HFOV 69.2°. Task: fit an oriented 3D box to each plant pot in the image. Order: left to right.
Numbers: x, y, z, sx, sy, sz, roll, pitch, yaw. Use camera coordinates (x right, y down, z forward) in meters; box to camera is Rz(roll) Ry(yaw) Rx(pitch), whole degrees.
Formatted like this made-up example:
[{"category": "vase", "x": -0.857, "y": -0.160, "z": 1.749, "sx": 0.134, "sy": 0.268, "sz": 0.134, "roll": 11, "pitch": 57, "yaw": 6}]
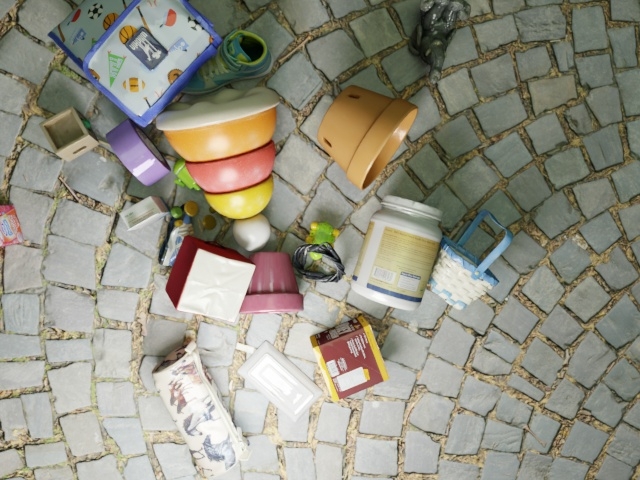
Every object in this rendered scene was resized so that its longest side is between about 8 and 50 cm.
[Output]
[{"category": "plant pot", "x": -0.156, "y": 0.134, "z": 1.438, "sx": 0.201, "sy": 0.201, "sz": 0.180, "roll": -3, "pitch": 79, "yaw": -6}, {"category": "plant pot", "x": 0.128, "y": -0.327, "z": 1.395, "sx": 0.203, "sy": 0.291, "sz": 0.291, "roll": 37, "pitch": 90, "yaw": 9}]

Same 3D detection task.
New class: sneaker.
[{"category": "sneaker", "x": -0.437, "y": -0.017, "z": 1.455, "sx": 0.081, "sy": 0.080, "sz": 0.211, "roll": 20, "pitch": 92, "yaw": -30}, {"category": "sneaker", "x": -0.295, "y": -0.527, "z": 1.354, "sx": 0.319, "sy": 0.208, "sz": 0.127, "roll": -19, "pitch": 97, "yaw": -4}]

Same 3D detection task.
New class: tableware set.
[{"category": "tableware set", "x": -0.382, "y": -0.073, "z": 1.428, "sx": 0.154, "sy": 0.024, "sz": 0.104, "roll": -20, "pitch": 99, "yaw": -43}]

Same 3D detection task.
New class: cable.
[{"category": "cable", "x": -0.003, "y": 0.083, "z": 1.478, "sx": 0.150, "sy": 0.047, "sz": 0.184, "roll": -22, "pitch": 128, "yaw": 19}]

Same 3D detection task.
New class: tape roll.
[{"category": "tape roll", "x": -0.530, "y": -0.257, "z": 1.360, "sx": 0.080, "sy": 0.189, "sz": 0.189, "roll": -37, "pitch": 97, "yaw": -3}]

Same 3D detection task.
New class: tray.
[{"category": "tray", "x": -0.131, "y": 0.473, "z": 1.538, "sx": 0.270, "sy": 0.030, "sz": 0.145, "roll": 44, "pitch": 90, "yaw": -7}]

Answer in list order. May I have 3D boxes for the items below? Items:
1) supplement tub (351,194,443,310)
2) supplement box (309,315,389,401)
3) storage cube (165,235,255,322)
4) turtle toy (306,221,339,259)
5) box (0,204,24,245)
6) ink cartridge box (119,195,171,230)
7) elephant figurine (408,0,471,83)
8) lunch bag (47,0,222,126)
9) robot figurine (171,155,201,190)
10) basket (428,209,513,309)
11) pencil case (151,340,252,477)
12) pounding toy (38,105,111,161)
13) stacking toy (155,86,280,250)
[{"category": "supplement tub", "x": 0.242, "y": 0.035, "z": 1.443, "sx": 0.228, "sy": 0.228, "sz": 0.316, "roll": 17, "pitch": 93, "yaw": -7}, {"category": "supplement box", "x": 0.091, "y": 0.377, "z": 1.503, "sx": 0.194, "sy": 0.129, "sz": 0.191, "roll": -21, "pitch": 96, "yaw": -4}, {"category": "storage cube", "x": -0.331, "y": 0.114, "z": 1.382, "sx": 0.183, "sy": 0.193, "sz": 0.215, "roll": 20, "pitch": 91, "yaw": -29}, {"category": "turtle toy", "x": 0.000, "y": 0.000, "z": 1.496, "sx": 0.095, "sy": 0.066, "sz": 0.130, "roll": 19, "pitch": 93, "yaw": -5}, {"category": "box", "x": -1.039, "y": -0.020, "z": 1.355, "sx": 0.256, "sy": 0.128, "sz": 0.123, "roll": -13, "pitch": 96, "yaw": -4}, {"category": "ink cartridge box", "x": -0.521, "y": -0.082, "z": 1.378, "sx": 0.104, "sy": 0.180, "sz": 0.060, "roll": -30, "pitch": 97, "yaw": -3}, {"category": "elephant figurine", "x": 0.351, "y": -0.632, "z": 1.450, "sx": 0.169, "sy": 0.186, "sz": 0.239, "roll": 27, "pitch": 122, "yaw": 26}, {"category": "lunch bag", "x": -0.487, "y": -0.531, "z": 1.256, "sx": 0.328, "sy": 0.239, "sz": 0.385, "roll": -46, "pitch": 69, "yaw": 2}, {"category": "robot figurine", "x": -0.406, "y": -0.207, "z": 1.437, "sx": 0.115, "sy": 0.067, "sz": 0.101, "roll": 44, "pitch": 94, "yaw": -7}, {"category": "basket", "x": 0.467, "y": 0.050, "z": 1.463, "sx": 0.201, "sy": 0.255, "sz": 0.289, "roll": 29, "pitch": 110, "yaw": -6}, {"category": "pencil case", "x": -0.371, "y": 0.520, "z": 1.448, "sx": 0.183, "sy": 0.160, "sz": 0.410, "roll": -24, "pitch": 96, "yaw": 13}, {"category": "pounding toy", "x": -0.726, "y": -0.313, "z": 1.392, "sx": 0.141, "sy": 0.100, "sz": 0.130, "roll": -31, "pitch": 83, "yaw": -5}, {"category": "stacking toy", "x": -0.252, "y": -0.190, "z": 1.384, "sx": 0.350, "sy": 0.350, "sz": 0.480, "roll": -13, "pitch": 115, "yaw": -5}]
